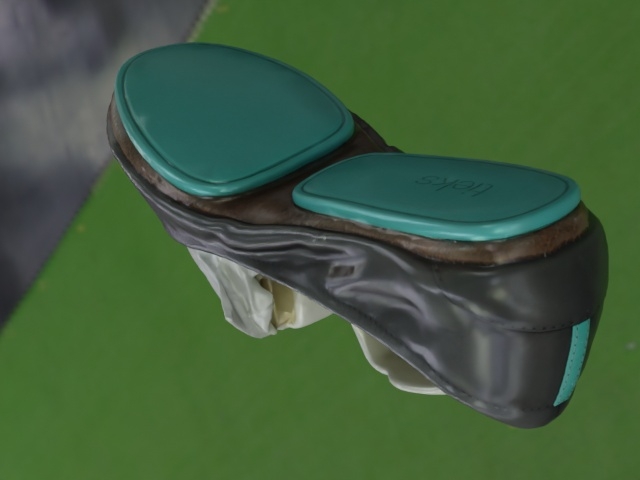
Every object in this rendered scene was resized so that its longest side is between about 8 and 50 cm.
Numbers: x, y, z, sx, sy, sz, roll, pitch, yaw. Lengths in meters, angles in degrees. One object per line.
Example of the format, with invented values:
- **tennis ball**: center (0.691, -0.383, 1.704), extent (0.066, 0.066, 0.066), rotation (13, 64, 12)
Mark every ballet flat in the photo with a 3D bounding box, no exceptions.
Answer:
- **ballet flat**: center (0.000, 0.000, 0.702), extent (0.280, 0.095, 0.096), rotation (30, 134, 53)
